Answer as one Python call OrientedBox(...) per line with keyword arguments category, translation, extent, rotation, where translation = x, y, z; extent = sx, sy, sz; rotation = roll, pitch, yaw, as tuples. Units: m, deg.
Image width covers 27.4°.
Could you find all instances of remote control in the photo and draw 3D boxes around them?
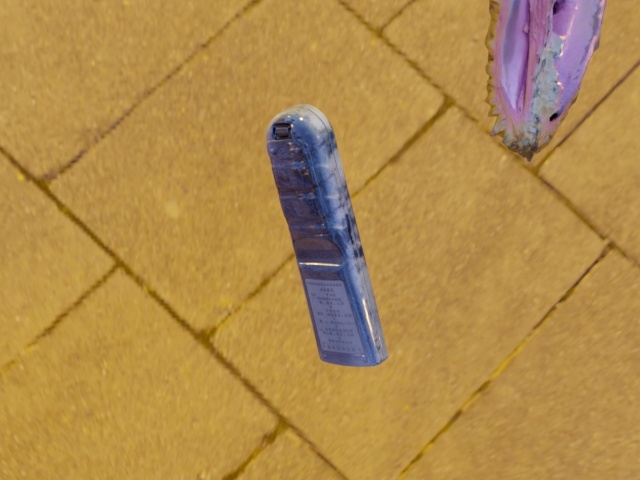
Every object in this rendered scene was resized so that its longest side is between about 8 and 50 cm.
OrientedBox(category="remote control", translation=(0.001, 0.000, 0.727), extent=(0.027, 0.044, 0.152), rotation=(-40, 121, -50))

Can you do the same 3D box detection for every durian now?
OrientedBox(category="durian", translation=(0.224, -0.256, 1.345), extent=(0.112, 0.341, 0.191), rotation=(11, 30, 24))
